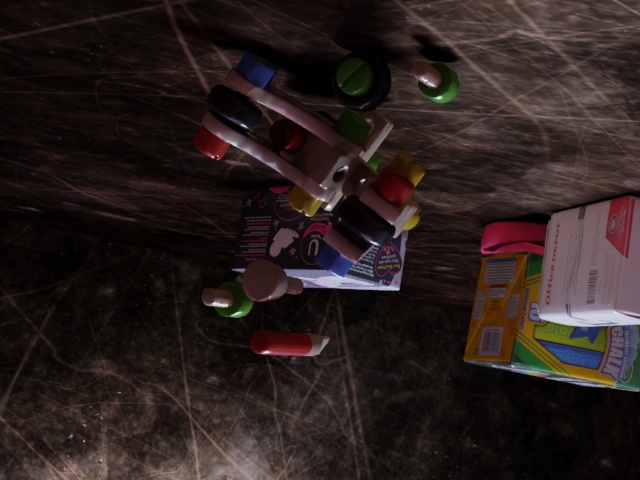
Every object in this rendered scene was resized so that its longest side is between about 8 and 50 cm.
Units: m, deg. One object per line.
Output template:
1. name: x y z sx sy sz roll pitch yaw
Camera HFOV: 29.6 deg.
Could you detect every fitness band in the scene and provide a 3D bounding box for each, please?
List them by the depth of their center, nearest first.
1. fitness band: 0.396 0.022 1.966 0.290 0.054 0.209 16 172 -32

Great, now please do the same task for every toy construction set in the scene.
1. toy construction set: 0.014 -0.032 1.260 0.257 0.309 0.237 14 180 28

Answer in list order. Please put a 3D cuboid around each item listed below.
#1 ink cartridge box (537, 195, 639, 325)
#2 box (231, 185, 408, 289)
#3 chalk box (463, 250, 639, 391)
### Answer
1. ink cartridge box: 0.392 0.034 1.660 0.092 0.159 0.218 12 172 -17
2. box: 0.000 0.000 1.938 0.163 0.142 0.247 17 169 -40
3. chalk box: 0.399 0.131 1.887 0.289 0.179 0.180 12 173 -17
